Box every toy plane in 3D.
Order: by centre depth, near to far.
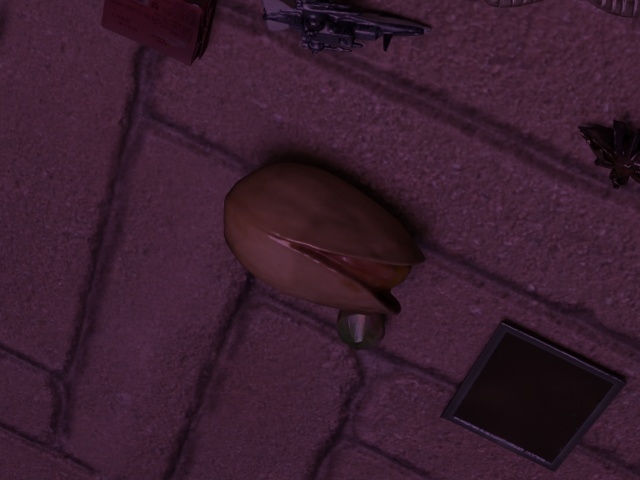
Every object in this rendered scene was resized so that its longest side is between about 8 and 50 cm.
[{"bbox_3d":[0.021,-0.277,1.639,0.234,0.082,0.160,19,162,10],"label":"toy plane"}]

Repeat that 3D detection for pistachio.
[{"bbox_3d":[0.000,0.000,1.825,0.299,0.187,0.187,25,136,1],"label":"pistachio"}]

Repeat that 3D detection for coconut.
[{"bbox_3d":[0.064,0.134,1.990,0.082,0.081,0.083,37,128,-26],"label":"coconut"}]

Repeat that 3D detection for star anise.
[{"bbox_3d":[0.405,-0.109,1.613,0.129,0.056,0.124,-5,131,49],"label":"star anise"}]

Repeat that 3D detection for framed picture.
[{"bbox_3d":[0.332,0.250,2.006,0.217,0.017,0.274,27,136,2],"label":"framed picture"}]

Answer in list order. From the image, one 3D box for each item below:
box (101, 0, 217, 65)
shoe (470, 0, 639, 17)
[{"bbox_3d":[-0.220,-0.318,1.733,0.156,0.060,0.111,27,136,6],"label":"box"},{"bbox_3d":[0.268,-0.356,1.387,0.351,0.198,0.172,0,117,-17],"label":"shoe"}]
